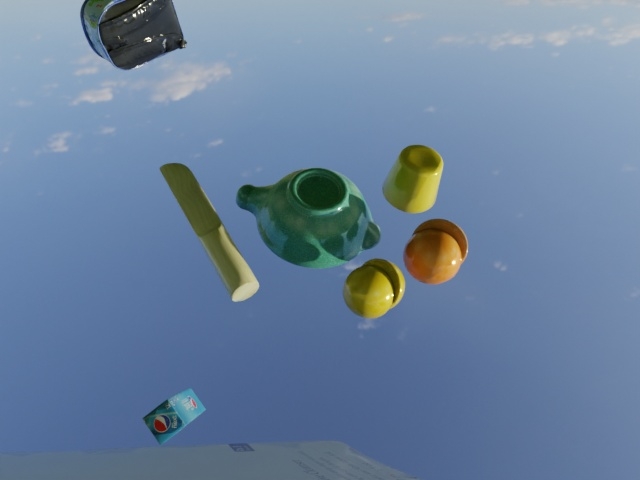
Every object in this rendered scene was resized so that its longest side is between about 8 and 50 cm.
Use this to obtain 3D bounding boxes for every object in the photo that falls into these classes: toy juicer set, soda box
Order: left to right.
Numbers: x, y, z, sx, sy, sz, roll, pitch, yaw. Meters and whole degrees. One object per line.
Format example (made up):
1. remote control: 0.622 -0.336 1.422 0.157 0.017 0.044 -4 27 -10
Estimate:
1. soda box: -0.334 0.403 1.047 0.067 0.210 0.071 -37 -98 -9
2. toy juicer set: 0.000 0.000 0.494 0.329 0.089 0.209 -6 -124 -11

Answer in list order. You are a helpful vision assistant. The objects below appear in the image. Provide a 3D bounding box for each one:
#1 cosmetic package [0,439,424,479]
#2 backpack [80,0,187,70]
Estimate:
1. cosmetic package: -0.115 0.257 0.347 0.385 0.217 0.156 11 -106 -23
2. backpack: -0.256 -0.290 0.599 0.084 0.105 0.114 36 -116 21
